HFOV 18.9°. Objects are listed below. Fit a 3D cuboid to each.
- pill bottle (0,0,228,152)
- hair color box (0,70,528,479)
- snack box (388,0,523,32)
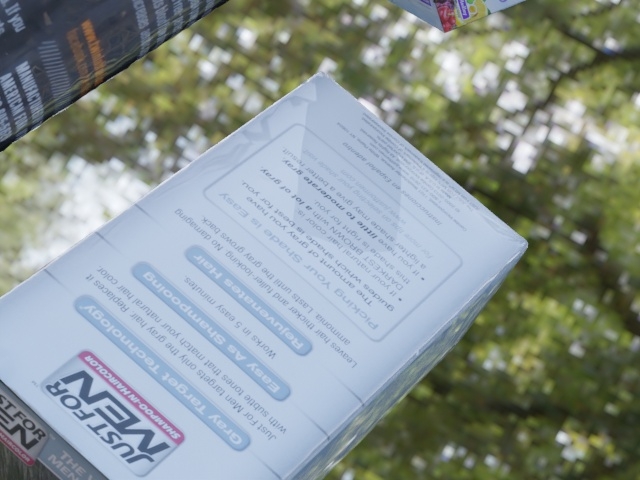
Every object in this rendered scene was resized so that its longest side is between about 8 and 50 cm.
[{"bbox_3d":[-0.063,-0.123,0.563,0.130,0.245,0.130,49,-16,20],"label":"pill bottle"},{"bbox_3d":[-0.050,0.059,1.172,0.185,0.374,0.113,40,-47,10],"label":"hair color box"},{"bbox_3d":[0.096,-0.183,1.264,0.037,0.100,0.141,70,-10,-24],"label":"snack box"}]
